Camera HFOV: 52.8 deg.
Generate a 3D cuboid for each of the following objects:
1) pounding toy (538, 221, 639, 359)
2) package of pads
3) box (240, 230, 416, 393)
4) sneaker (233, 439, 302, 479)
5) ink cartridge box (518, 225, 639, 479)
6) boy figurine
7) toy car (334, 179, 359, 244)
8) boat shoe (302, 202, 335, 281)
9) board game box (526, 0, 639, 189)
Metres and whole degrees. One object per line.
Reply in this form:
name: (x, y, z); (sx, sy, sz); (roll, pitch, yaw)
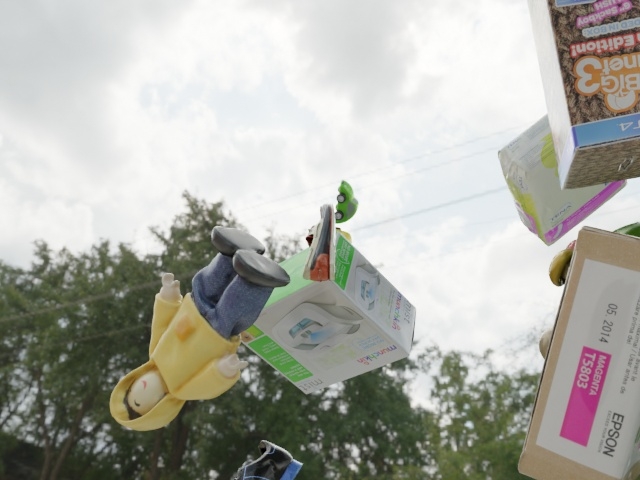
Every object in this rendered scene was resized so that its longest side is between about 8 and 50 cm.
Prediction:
pounding toy: (0.358, 0.065, 0.882); (0.110, 0.237, 0.183); (30, -5, 36)
package of pads: (0.480, -0.138, 1.269); (0.229, 0.101, 0.296); (-38, -38, 2)
box: (0.003, 0.141, 1.192); (0.262, 0.127, 0.231); (-28, -62, 34)
sneaker: (-0.122, 0.441, 1.095); (0.090, 0.232, 0.081); (32, -55, 10)
ink cartridge box: (0.290, 0.114, 0.627); (0.088, 0.235, 0.193); (17, 7, 36)
boy figurine: (-0.161, 0.116, 0.790); (0.285, 0.177, 0.092); (-51, -33, 16)
toy car: (0.052, -0.025, 1.452); (0.053, 0.239, 0.225); (9, -66, 1)
boat shoe: (0.000, 0.000, 0.882); (0.043, 0.137, 0.049); (-2, -42, 4)
board game box: (0.353, -0.234, 0.798); (0.141, 0.291, 0.232); (-10, -10, 16)
